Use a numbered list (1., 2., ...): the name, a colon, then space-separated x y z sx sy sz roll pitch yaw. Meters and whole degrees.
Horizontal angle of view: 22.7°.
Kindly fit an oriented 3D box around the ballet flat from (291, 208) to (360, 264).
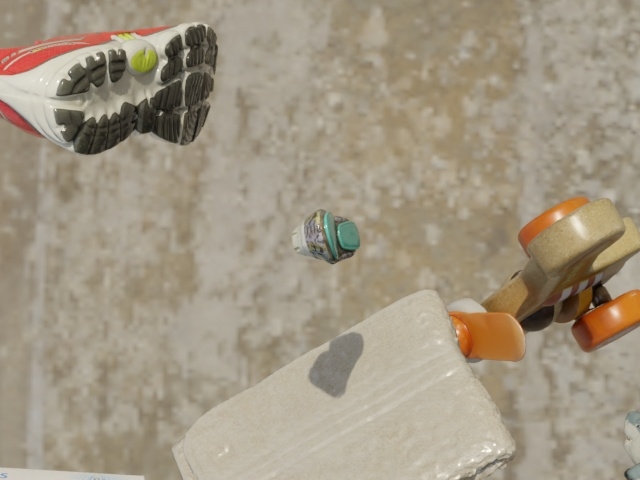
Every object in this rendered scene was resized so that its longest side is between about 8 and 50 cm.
1. ballet flat: 0.000 0.000 1.173 0.041 0.114 0.041 -1 87 13

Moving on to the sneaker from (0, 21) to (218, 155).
1. sneaker: -0.176 -0.137 1.307 0.118 0.279 0.107 15 102 23

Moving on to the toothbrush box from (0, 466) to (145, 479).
1. toothbrush box: -0.295 0.359 1.589 0.295 0.216 0.126 -87 1 -64

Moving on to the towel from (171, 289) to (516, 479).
1. towel: 0.016 0.181 1.384 0.282 0.049 0.187 -30 54 6

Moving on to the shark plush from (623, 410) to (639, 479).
1. shark plush: 0.324 0.180 1.345 0.161 0.073 0.067 -6 64 48

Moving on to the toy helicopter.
1. toy helicopter: 0.199 0.038 1.479 0.140 0.235 0.355 62 173 13
